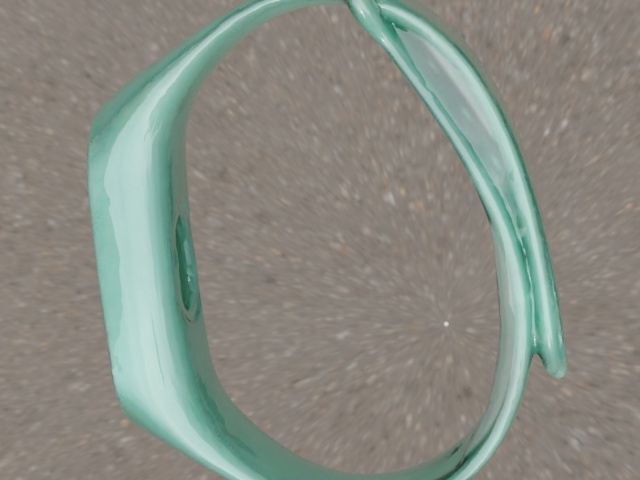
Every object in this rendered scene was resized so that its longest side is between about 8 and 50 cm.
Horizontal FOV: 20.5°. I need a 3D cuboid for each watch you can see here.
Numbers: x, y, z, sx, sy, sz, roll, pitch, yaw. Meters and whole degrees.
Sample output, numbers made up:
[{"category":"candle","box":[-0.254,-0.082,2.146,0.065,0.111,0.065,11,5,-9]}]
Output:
[{"category":"watch","box":[0.000,0.000,0.744,0.195,0.068,0.237,-5,99,10]}]
